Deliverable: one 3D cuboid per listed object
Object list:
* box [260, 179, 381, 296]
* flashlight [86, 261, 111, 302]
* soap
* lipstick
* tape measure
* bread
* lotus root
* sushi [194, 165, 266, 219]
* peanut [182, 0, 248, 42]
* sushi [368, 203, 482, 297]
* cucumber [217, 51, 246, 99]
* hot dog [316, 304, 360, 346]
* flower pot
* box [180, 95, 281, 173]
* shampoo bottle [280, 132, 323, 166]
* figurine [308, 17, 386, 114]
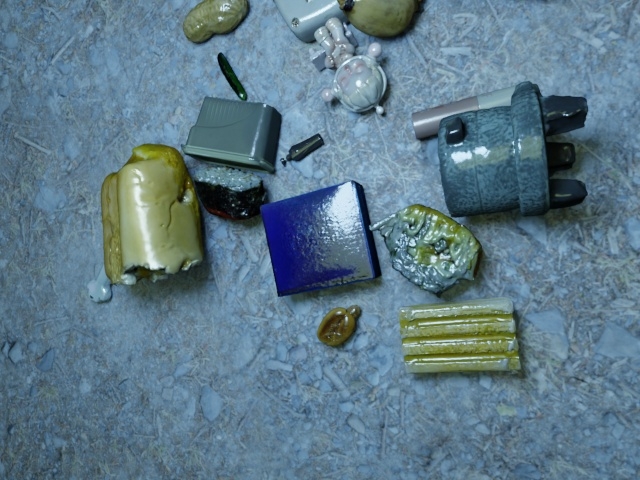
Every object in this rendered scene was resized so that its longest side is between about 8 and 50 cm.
[{"bbox_3d":[0.000,0.000,1.183,0.278,0.116,0.262,-13,85,17],"label":"box"},{"bbox_3d":[-0.717,0.114,1.457,0.093,0.047,0.201,32,97,15],"label":"flashlight"},{"bbox_3d":[0.341,0.240,1.079,0.273,0.089,0.174,-8,89,19],"label":"soap"},{"bbox_3d":[0.361,-0.318,1.079,0.254,0.070,0.070,-11,87,18],"label":"lipstick"},{"bbox_3d":[-0.010,-0.705,1.173,0.258,0.130,0.265,-32,81,14],"label":"tape measure"},{"bbox_3d":[-0.473,-0.076,1.246,0.361,0.250,0.395,-10,84,52],"label":"bread"},{"bbox_3d":[0.146,-0.599,1.090,0.140,0.256,0.155,-37,69,55],"label":"lotus root"},{"bbox_3d":[-0.263,-0.141,1.241,0.225,0.136,0.126,14,119,37],"label":"sushi"},{"bbox_3d":[-0.318,-0.667,1.291,0.225,0.095,0.108,-17,81,19],"label":"peanut"},{"bbox_3d":[0.264,0.016,1.078,0.274,0.139,0.184,36,98,18],"label":"sushi"},{"bbox_3d":[-0.273,-0.498,1.311,0.036,0.033,0.184,-38,77,33],"label":"cucumber"},{"bbox_3d":[0.052,0.231,1.196,0.089,0.060,0.140,33,107,11],"label":"hot dog"},{"bbox_3d":[0.419,-0.200,0.955,0.282,0.299,0.299,-4,89,26],"label":"flower pot"},{"bbox_3d":[-0.253,-0.309,1.261,0.274,0.138,0.179,13,89,15],"label":"box"},{"bbox_3d":[-0.056,-0.260,1.241,0.137,0.027,0.048,-27,80,17],"label":"shampoo bottle"},{"bbox_3d":[0.078,-0.440,1.149,0.181,0.144,0.257,-27,79,-4],"label":"figurine"}]
